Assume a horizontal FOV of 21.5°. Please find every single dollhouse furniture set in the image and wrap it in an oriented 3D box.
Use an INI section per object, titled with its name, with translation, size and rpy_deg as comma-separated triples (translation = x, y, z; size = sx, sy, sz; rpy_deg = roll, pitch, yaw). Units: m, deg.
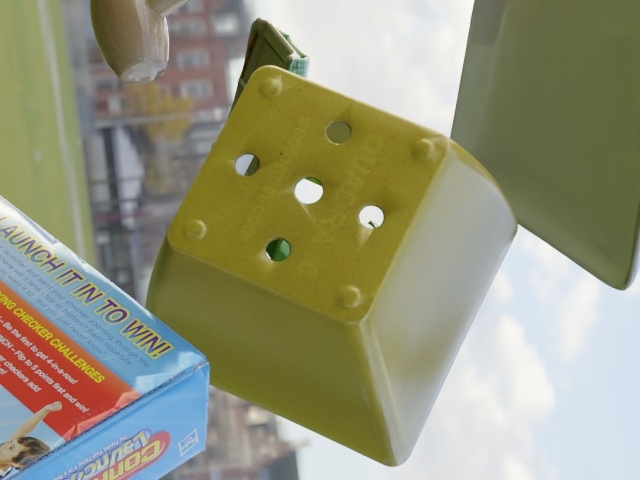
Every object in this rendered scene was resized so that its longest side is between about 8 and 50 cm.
[dollhouse furniture set]
translation = 0.000, -0.111, 1.977
size = 0.197, 0.151, 0.301
rpy_deg = -69, -153, 21

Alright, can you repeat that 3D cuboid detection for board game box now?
[board game box]
translation = -0.283, 0.094, 1.069
size = 0.308, 0.302, 0.086
rpy_deg = 35, -42, 32

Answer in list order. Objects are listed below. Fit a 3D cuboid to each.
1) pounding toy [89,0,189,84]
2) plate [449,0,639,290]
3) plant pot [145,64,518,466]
[pounding toy]
translation = -0.081, -0.215, 0.787
size = 0.154, 0.155, 0.269
rpy_deg = 62, -30, 27
[plate]
translation = 0.227, -0.133, 1.516
size = 0.277, 0.045, 0.278
rpy_deg = 38, -53, 48
[plant pot]
translation = 0.000, 0.000, 1.155
size = 0.212, 0.212, 0.187
rpy_deg = -63, 165, -17
